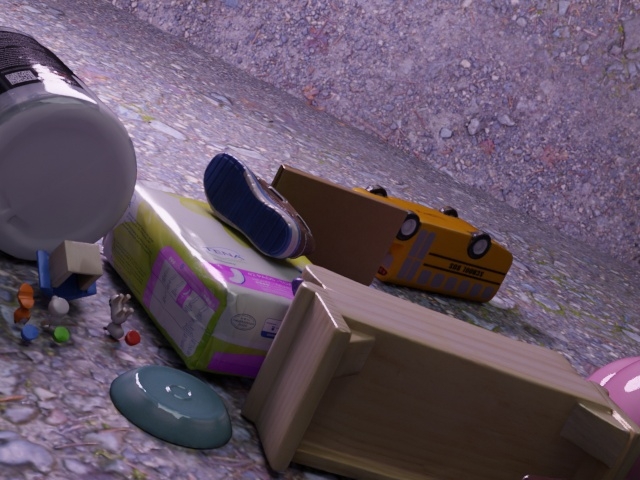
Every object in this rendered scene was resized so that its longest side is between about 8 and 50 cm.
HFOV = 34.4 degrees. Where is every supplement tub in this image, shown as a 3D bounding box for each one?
[{"bbox_3d":[-0.352,-0.127,1.178,0.194,0.193,0.316,14,19,-40],"label":"supplement tub"}]

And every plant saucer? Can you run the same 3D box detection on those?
[{"bbox_3d":[-0.131,0.145,0.938,0.119,0.021,0.119,24,15,-7],"label":"plant saucer"}]

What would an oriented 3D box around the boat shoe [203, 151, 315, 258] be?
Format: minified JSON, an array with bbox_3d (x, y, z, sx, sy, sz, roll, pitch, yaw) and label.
[{"bbox_3d":[-0.073,-0.035,1.206,0.066,0.066,0.183,19,24,-50],"label":"boat shoe"}]

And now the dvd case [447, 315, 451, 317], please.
[{"bbox_3d":[0.211,0.192,1.243,0.179,0.029,0.238,29,25,1],"label":"dvd case"}]

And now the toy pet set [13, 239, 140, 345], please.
[{"bbox_3d":[-0.250,0.060,1.006,0.122,0.065,0.114,10,56,-40],"label":"toy pet set"}]

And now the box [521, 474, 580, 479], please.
[{"bbox_3d":[0.293,0.339,0.748,0.191,0.143,0.381,14,20,-39],"label":"box"}]

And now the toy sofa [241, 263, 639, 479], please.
[{"bbox_3d":[0.116,0.167,1.025,0.363,0.150,0.177,20,13,-20],"label":"toy sofa"}]

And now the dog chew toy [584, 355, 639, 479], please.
[{"bbox_3d":[0.382,0.224,1.199,0.207,0.206,0.332,25,-1,-3],"label":"dog chew toy"}]

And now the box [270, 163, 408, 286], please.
[{"bbox_3d":[0.000,0.000,1.387,0.201,0.164,0.021,18,19,-28],"label":"box"}]

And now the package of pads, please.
[{"bbox_3d":[-0.099,0.052,1.165,0.229,0.101,0.296,16,16,-38],"label":"package of pads"}]

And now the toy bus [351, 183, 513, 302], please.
[{"bbox_3d":[0.174,0.009,1.726,0.333,0.130,0.108,13,20,-41],"label":"toy bus"}]
